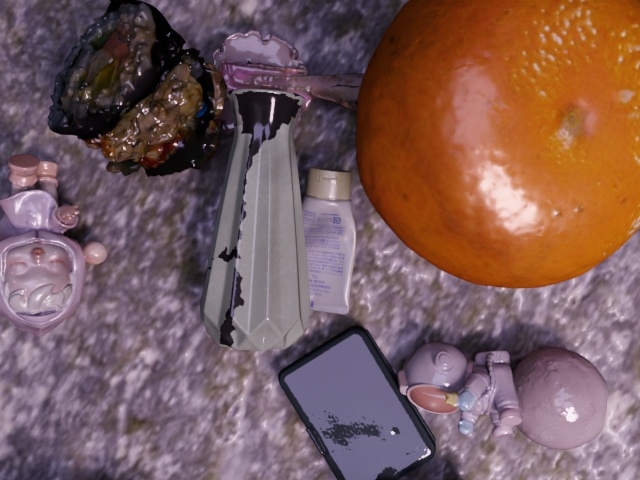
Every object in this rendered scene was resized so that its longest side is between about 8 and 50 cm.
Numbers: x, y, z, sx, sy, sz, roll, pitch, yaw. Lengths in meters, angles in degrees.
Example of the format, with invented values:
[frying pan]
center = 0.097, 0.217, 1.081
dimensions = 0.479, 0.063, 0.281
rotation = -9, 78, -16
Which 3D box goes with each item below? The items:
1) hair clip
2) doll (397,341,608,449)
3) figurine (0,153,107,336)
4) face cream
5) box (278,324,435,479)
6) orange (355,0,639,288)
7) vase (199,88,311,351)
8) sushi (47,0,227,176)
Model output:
[hair clip]
center = -0.036, -0.237, 1.010
dimensions = 0.300, 0.069, 0.173
rotation = 8, 85, 14
[doll]
center = 0.256, 0.212, 0.940
dimensions = 0.287, 0.151, 0.151
rotation = 8, 87, 10
[figurine]
center = -0.434, 0.009, 0.989
dimensions = 0.200, 0.133, 0.275
rotation = -1, 82, -26
[face cream]
center = 0.000, 0.000, 1.007
dimensions = 0.114, 0.070, 0.224
rotation = 8, 99, 7
[box]
center = 0.056, 0.261, 0.984
dimensions = 0.160, 0.050, 0.230
rotation = -32, 86, 1
[orange]
center = 0.245, -0.151, 0.855
dimensions = 0.424, 0.326, 0.423
rotation = -1, 95, -9
[vase]
center = -0.089, -0.029, 0.936
dimensions = 0.165, 0.165, 0.360
rotation = 3, 93, 3
[sushi]
center = -0.255, -0.209, 0.955
dimensions = 0.219, 0.238, 0.225
rotation = 33, 78, -39
